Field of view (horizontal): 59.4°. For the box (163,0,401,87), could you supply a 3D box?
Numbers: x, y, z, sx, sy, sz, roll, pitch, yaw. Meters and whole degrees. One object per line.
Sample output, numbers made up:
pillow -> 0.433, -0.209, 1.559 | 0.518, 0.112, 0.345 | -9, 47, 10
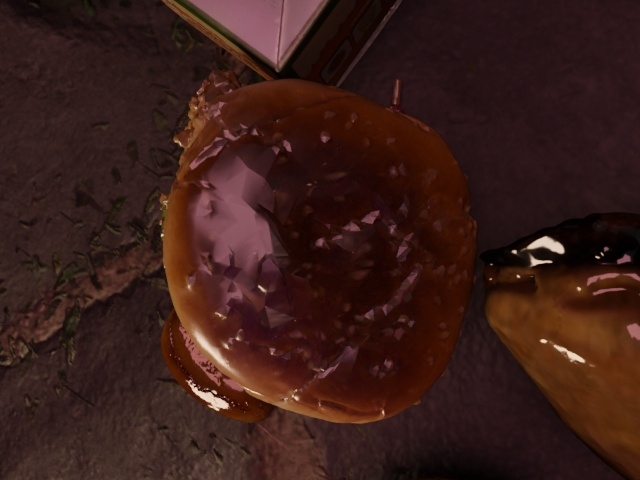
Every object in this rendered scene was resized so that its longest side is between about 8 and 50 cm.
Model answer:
box -> -0.038, -0.243, 0.471 | 0.195, 0.148, 0.177 | 38, 97, 9

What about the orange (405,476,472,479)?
orange -> 0.102, 0.308, 0.427 | 0.240, 0.171, 0.239 | 0, 91, 11

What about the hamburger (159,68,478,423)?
hamburger -> 0.000, 0.000, 0.438 | 0.243, 0.146, 0.285 | -29, 97, -6

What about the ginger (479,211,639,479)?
ginger -> 0.259, 0.089, 0.382 | 0.270, 0.200, 0.222 | -9, 83, 7

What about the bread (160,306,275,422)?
bread -> -0.089, 0.102, 0.532 | 0.129, 0.044, 0.126 | 28, 93, 13

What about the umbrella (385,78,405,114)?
umbrella -> 0.062, -0.065, 0.513 | 0.027, 0.025, 0.165 | 4, 93, -19
